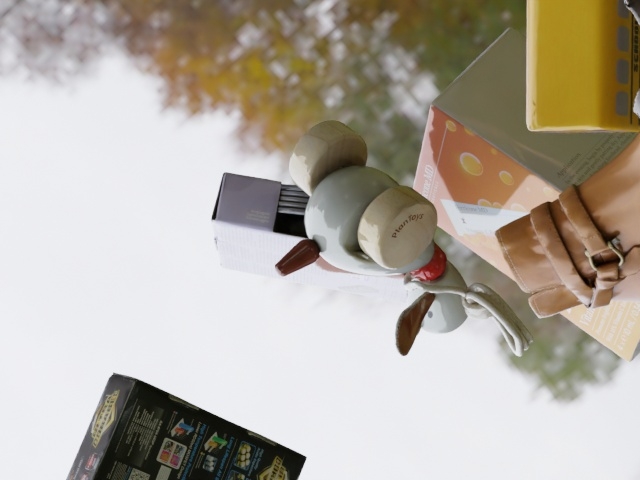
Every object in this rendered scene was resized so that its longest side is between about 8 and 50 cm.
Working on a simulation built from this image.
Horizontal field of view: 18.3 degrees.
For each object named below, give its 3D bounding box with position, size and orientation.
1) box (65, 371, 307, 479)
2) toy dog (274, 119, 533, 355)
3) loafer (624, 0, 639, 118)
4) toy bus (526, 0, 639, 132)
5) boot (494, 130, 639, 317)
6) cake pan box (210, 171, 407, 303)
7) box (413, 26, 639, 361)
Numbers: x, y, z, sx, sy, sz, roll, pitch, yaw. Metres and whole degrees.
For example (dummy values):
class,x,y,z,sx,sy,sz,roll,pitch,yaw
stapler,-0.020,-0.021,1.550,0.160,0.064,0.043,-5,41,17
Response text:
class,x,y,z,sx,sy,sz,roll,pitch,yaw
box,-0.128,0.238,1.580,0.175,0.220,0.051,27,169,-29
toy dog,0.055,0.033,2.090,0.334,0.161,0.220,51,175,-33
loafer,0.271,-0.094,1.459,0.080,0.078,0.220,28,-129,-71
toy bus,0.280,-0.277,2.047,0.130,0.108,0.333,-1,-88,-56
boot,0.257,-0.043,1.742,0.283,0.220,0.109,61,-160,-48
cake pan box,0.000,0.000,2.324,0.267,0.245,0.070,88,-169,-77
box,0.301,-0.056,2.382,0.345,0.215,0.168,36,-120,18
